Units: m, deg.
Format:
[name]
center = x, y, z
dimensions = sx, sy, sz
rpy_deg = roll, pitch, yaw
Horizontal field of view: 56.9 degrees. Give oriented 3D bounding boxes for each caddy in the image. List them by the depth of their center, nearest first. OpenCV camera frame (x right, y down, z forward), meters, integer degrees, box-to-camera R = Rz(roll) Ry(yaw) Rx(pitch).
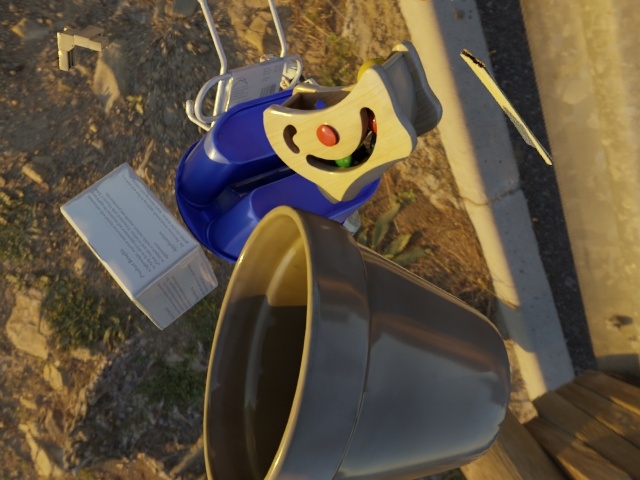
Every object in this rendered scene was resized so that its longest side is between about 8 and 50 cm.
[caddy]
center = -0.069, -0.102, 0.974
dimensions = 0.341, 0.179, 0.241
rpy_deg = -26, 83, -38

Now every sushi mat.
[sushi mat]
center = 0.447, -0.316, 1.405
dimensions = 0.019, 0.151, 0.316
rpy_deg = -39, 116, 15

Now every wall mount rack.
[wall mount rack]
center = -0.181, -0.413, 1.326
dimensions = 0.350, 0.130, 0.304
rpy_deg = -34, 152, -45

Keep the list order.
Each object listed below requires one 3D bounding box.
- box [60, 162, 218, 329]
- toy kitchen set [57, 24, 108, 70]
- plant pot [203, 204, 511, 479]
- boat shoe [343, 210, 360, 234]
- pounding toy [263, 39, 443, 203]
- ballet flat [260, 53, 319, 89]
[box]
center = -0.266, 0.014, 0.894
dimensions = 0.119, 0.182, 0.181
rpy_deg = -39, 73, -15
[toy kitchen set]
center = -0.449, -0.368, 1.140
dimensions = 0.083, 0.068, 0.075
rpy_deg = 14, 127, -1
[plant pot]
center = 0.047, 0.147, 0.673
dimensions = 0.280, 0.323, 0.323
rpy_deg = 14, 106, -21
[boat shoe]
center = -0.038, -0.205, 1.747
dimensions = 0.156, 0.500, 0.187
rpy_deg = -33, 152, 25
[pounding toy]
center = 0.041, -0.158, 0.744
dimensions = 0.154, 0.269, 0.155
rpy_deg = 47, 55, -6
[ballet flat]
center = -0.054, -0.421, 1.572
dimensions = 0.241, 0.077, 0.091
rpy_deg = 43, 52, -11
